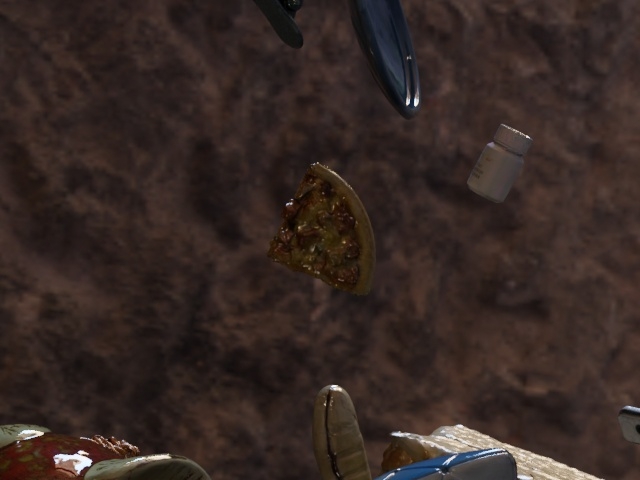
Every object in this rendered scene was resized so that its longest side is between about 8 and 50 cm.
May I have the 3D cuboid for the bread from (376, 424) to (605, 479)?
[{"bbox_3d":[0.239,0.478,1.818,0.279,0.390,0.371,15,-87,-56],"label":"bread"}]

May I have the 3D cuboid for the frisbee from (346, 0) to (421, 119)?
[{"bbox_3d":[0.073,-0.301,1.864,0.289,0.049,0.289,-16,-90,-75],"label":"frisbee"}]

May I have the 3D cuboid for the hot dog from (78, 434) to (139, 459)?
[{"bbox_3d":[-0.239,0.227,1.329,0.055,0.072,0.188,-47,-23,19],"label":"hot dog"}]

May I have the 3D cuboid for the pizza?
[{"bbox_3d":[0.001,0.000,1.647,0.175,0.134,0.046,60,178,-2],"label":"pizza"}]

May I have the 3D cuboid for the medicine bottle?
[{"bbox_3d":[0.221,-0.095,1.650,0.052,0.052,0.089,4,-65,-63],"label":"medicine bottle"}]

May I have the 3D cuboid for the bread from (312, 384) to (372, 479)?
[{"bbox_3d":[0.032,0.312,1.899,0.053,0.073,0.214,176,82,-77],"label":"bread"}]

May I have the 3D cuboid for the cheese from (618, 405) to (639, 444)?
[{"bbox_3d":[0.434,0.228,1.528,0.050,0.235,0.127,-30,-72,-29],"label":"cheese"}]

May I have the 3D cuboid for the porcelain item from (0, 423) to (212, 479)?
[{"bbox_3d":[-0.185,0.240,1.029,0.253,0.253,0.253,-16,-72,-62],"label":"porcelain item"}]

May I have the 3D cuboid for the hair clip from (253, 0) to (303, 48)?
[{"bbox_3d":[-0.101,-0.241,1.173,0.229,0.039,0.070,19,-94,-32],"label":"hair clip"}]

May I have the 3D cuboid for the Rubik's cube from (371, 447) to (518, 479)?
[{"bbox_3d":[0.136,0.311,1.524,0.254,0.254,0.254,-16,-72,-62],"label":"Rubik's cube"}]
